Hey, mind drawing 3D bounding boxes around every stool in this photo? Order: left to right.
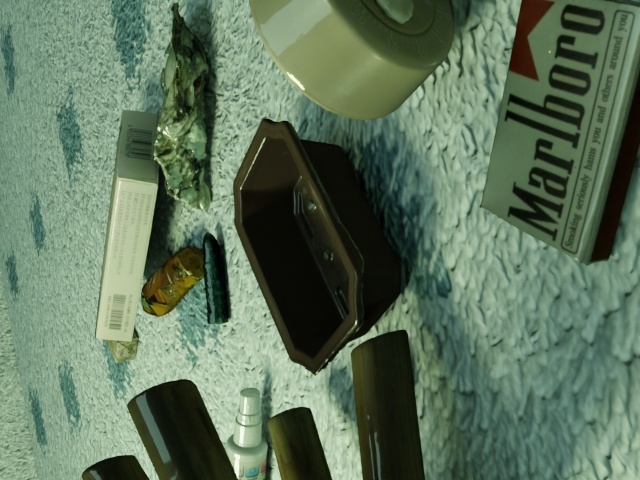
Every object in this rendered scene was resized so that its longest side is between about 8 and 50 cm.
[{"bbox_3d":[-0.039,0.249,0.738,0.310,0.310,0.226,-48,58,50],"label":"stool"}]

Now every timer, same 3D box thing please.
[{"bbox_3d":[0.089,-0.224,0.601,0.266,0.175,0.175,-28,72,45],"label":"timer"}]

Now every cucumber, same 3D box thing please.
[{"bbox_3d":[-0.153,0.053,1.163,0.032,0.032,0.133,2,97,59],"label":"cucumber"}]

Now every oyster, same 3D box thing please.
[{"bbox_3d":[-0.199,-0.190,1.131,0.199,0.087,0.252,122,139,-60],"label":"oyster"}]

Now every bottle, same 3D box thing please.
[{"bbox_3d":[-0.101,0.302,1.107,0.060,0.060,0.217,35,126,51],"label":"bottle"}]

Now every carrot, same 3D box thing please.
[{"bbox_3d":[-0.233,0.066,1.276,0.229,0.069,0.068,-38,65,55],"label":"carrot"}]

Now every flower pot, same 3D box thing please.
[{"bbox_3d":[0.000,0.000,0.846,0.250,0.084,0.179,64,144,25],"label":"flower pot"}]

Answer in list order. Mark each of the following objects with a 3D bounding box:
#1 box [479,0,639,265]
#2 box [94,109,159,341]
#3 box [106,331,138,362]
[{"bbox_3d":[0.175,-0.085,0.579,0.115,0.036,0.177,37,128,51],"label":"box"},{"bbox_3d":[-0.320,-0.019,1.339,0.200,0.065,0.343,-103,25,-49],"label":"box"},{"bbox_3d":[-0.394,0.185,1.582,0.098,0.045,0.062,52,138,38],"label":"box"}]
